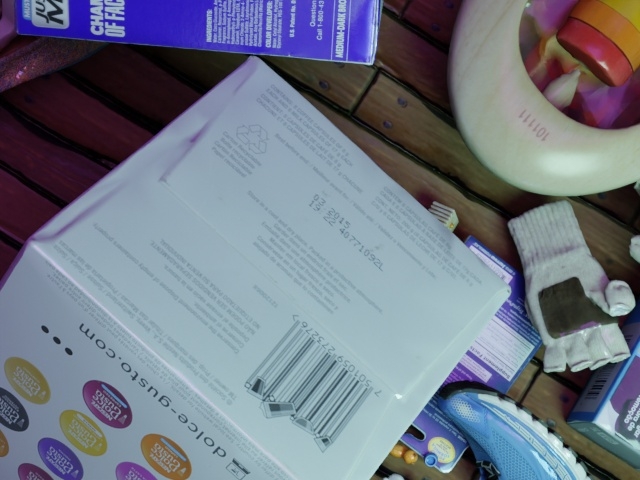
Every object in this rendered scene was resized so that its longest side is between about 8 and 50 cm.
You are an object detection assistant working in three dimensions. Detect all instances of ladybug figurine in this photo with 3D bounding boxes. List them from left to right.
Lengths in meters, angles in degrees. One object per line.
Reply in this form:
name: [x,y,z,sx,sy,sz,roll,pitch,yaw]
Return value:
ladybug figurine: [0.317,-0.234,1.712,0.305,0.162,0.449,45,80,1]

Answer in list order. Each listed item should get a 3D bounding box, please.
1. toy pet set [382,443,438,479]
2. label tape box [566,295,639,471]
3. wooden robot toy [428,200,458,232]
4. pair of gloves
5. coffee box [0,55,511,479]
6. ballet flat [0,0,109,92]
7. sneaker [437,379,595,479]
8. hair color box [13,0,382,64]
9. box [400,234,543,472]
toy pet set: [0.053,0.273,1.647,0.114,0.065,0.122,15,97,3]
label tape box: [0.481,0.184,1.706,0.347,0.115,0.249,32,79,-1]
wooden robot toy: [0.081,0.021,1.678,0.173,0.079,0.076,-41,58,-10]
pair of gloves: [0.327,0.028,1.655,0.240,0.042,0.204,-15,64,12]
coffee box: [-0.100,0.105,1.469,0.337,0.334,0.338,43,47,0]
ballet flat: [-0.332,-0.210,1.596,0.348,0.123,0.123,-32,88,-27]
sneaker: [0.218,0.289,1.639,0.147,0.130,0.330,-37,98,-5]
hair color box: [-0.107,-0.262,1.512,0.339,0.185,0.110,4,119,3]
box: [0.147,0.124,1.706,0.136,0.036,0.225,38,78,-1]
